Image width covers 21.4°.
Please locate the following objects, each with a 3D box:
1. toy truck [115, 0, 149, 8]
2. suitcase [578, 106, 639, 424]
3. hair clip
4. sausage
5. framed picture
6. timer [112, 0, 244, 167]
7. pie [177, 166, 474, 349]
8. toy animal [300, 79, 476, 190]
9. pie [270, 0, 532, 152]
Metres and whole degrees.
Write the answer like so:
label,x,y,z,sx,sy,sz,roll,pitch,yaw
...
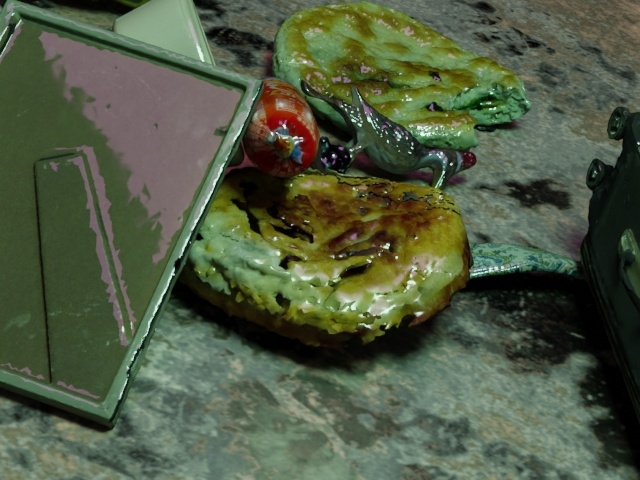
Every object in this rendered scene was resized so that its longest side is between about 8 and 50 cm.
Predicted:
label,x,y,z,sx,sy,sz,roll,pitch,yaw
toy truck,-0.223,-0.348,2.001,0.165,0.147,0.224,36,25,-17
suitcase,0.390,0.066,1.507,0.283,0.194,0.434,12,31,-14
hair clip,0.192,0.025,1.648,0.229,0.036,0.066,5,17,-15
sausage,-0.040,-0.103,1.574,0.074,0.074,0.274,11,11,-5
framed picture,-0.220,-0.033,1.419,0.247,0.022,0.335,18,66,8
timer,-0.221,-0.113,1.572,0.266,0.175,0.175,-19,36,-1
pie,0.000,0.001,1.551,0.308,0.085,0.308,6,26,-3
toy animal,0.067,-0.099,1.758,0.202,0.105,0.070,12,-2,-11
pie,0.086,-0.185,1.917,0.303,0.067,0.302,10,33,-6
